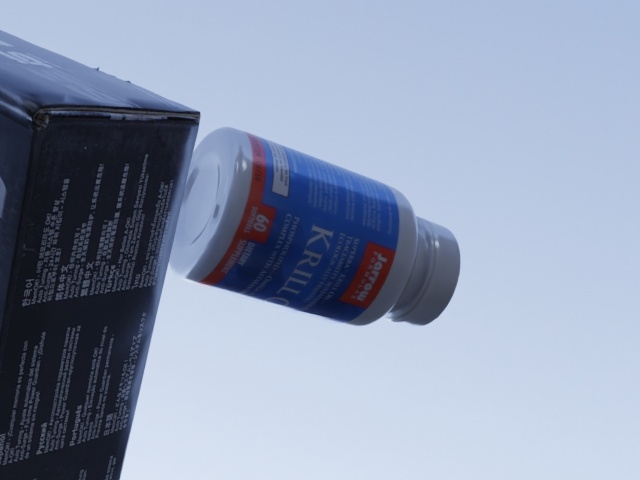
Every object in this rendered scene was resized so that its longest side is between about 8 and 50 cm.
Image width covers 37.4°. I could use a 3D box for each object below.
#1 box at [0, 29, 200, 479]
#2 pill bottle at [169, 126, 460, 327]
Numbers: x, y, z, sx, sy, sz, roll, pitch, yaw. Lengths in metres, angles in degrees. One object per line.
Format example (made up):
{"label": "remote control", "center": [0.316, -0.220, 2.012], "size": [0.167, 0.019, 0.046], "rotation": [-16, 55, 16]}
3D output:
{"label": "box", "center": [-0.237, 0.075, 0.496], "size": [0.097, 0.318, 0.395], "rotation": [-8, -61, -54]}
{"label": "pill bottle", "center": [0.000, 0.000, 0.757], "size": [0.221, 0.124, 0.124], "rotation": [17, -64, -28]}
